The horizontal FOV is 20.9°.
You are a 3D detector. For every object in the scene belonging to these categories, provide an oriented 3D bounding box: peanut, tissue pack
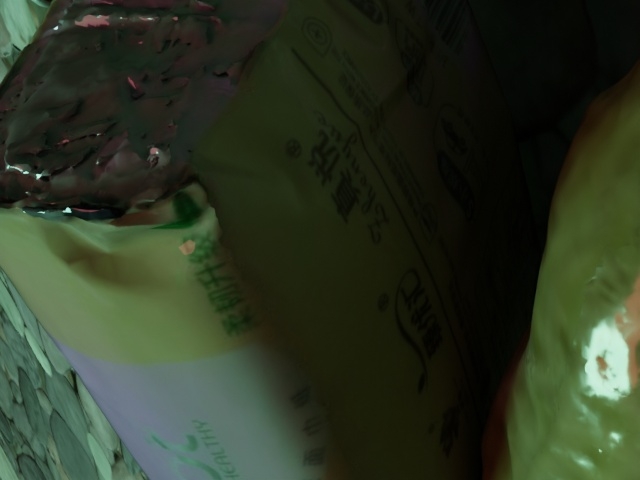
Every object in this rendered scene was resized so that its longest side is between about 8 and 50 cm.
[{"bbox_3d":[0.117,0.032,0.529,0.137,0.122,0.253,-79,-5,-47],"label":"peanut"},{"bbox_3d":[0.000,0.000,0.600,0.123,0.215,0.256,-4,135,27],"label":"tissue pack"}]

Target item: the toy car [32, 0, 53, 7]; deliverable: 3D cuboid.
[{"bbox_3d":[-0.064,-0.155,0.770,0.112,0.112,0.139,32,133,28],"label":"toy car"}]
